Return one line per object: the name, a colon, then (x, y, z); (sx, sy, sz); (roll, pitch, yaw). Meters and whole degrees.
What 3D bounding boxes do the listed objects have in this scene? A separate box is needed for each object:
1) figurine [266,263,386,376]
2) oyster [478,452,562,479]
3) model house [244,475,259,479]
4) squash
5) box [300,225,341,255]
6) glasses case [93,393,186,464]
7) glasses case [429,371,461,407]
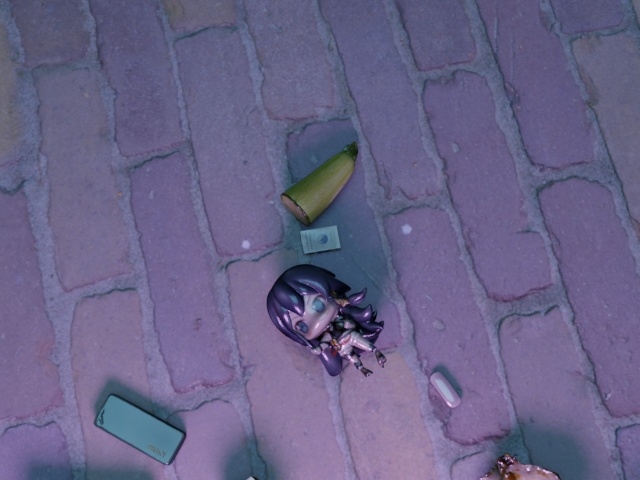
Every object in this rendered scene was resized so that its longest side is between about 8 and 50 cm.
figurine: (0.014, 0.162, 1.859); (0.175, 0.197, 0.265); (-44, 99, -11)
oyster: (0.361, 0.592, 1.754); (0.198, 0.133, 0.337); (23, 72, 30)
model house: (-0.127, 0.556, 1.787); (0.100, 0.127, 0.149); (-35, 74, -8)
squash: (0.012, -0.139, 1.999); (0.094, 0.094, 0.224); (39, 73, 10)
box: (0.000, 0.000, 1.986); (0.083, 0.024, 0.054); (-9, 73, 0)
glasses case: (-0.376, 0.394, 1.880); (0.184, 0.039, 0.077); (27, 77, 8)
glasses case: (0.263, 0.314, 1.898); (0.032, 0.021, 0.083); (-36, 77, -6)
